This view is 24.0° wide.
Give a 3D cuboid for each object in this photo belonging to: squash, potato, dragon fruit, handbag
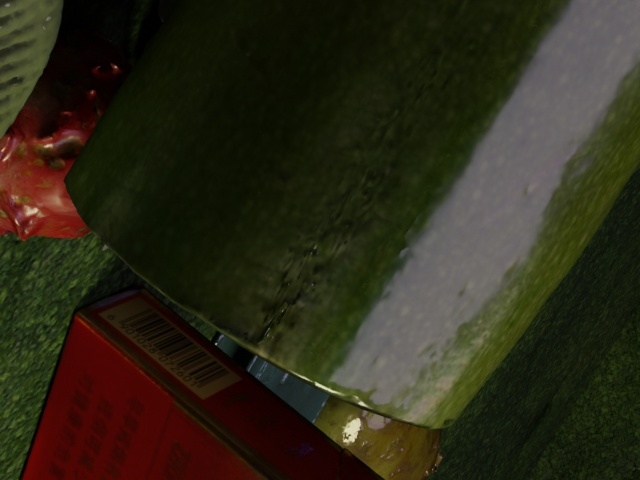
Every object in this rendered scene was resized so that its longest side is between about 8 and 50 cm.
[{"bbox_3d":[0.071,-0.122,0.817,0.384,0.263,0.263,-56,159,6],"label":"squash"},{"bbox_3d":[0.066,0.235,1.789,0.176,0.141,0.298,-59,161,-13],"label":"potato"},{"bbox_3d":[-0.148,-0.044,0.958,0.153,0.111,0.153,-40,152,-26],"label":"dragon fruit"},{"bbox_3d":[-0.058,0.147,1.512,0.179,0.062,0.229,-61,158,9],"label":"handbag"}]

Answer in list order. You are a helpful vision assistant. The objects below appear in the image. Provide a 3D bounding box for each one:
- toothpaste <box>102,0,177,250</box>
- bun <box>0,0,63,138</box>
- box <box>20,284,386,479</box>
[{"bbox_3d":[-0.108,-0.081,1.071,0.089,0.057,0.234,-40,162,-36],"label":"toothpaste"},{"bbox_3d":[-0.225,-0.103,0.710,0.221,0.108,0.221,-38,145,-32],"label":"bun"},{"bbox_3d":[-0.085,0.206,1.185,0.089,0.313,0.197,-22,142,-51],"label":"box"}]
